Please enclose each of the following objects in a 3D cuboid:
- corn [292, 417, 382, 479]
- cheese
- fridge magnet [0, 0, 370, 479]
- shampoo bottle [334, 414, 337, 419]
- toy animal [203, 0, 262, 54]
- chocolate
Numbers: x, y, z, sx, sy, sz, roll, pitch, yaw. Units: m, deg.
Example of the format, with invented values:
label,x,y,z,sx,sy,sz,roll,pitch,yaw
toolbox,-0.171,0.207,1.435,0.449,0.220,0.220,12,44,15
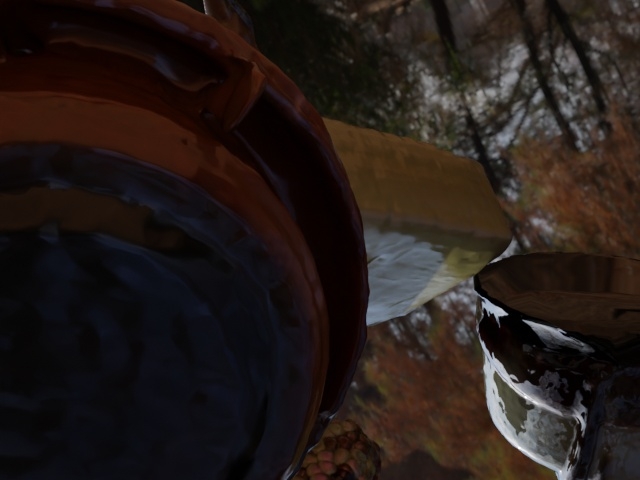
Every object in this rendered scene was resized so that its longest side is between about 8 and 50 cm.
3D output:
label,x,y,z,sx,sy,sz,roll,pitch,yaw
corn,-0.022,0.284,0.787,0.092,0.092,0.281,-18,-147,44
cheese,0.000,0.000,0.801,0.265,0.124,0.242,6,146,-44
fridge magnet,-0.143,0.048,0.442,0.363,0.364,0.155,-30,-152,-5
shampoo bottle,-0.151,0.207,1.025,0.331,0.331,0.343,-21,-145,35
toy animal,-0.127,-0.256,1.033,0.229,0.224,0.066,-41,-159,25
chocolate,0.281,0.130,0.844,0.283,0.186,0.283,1,-168,0
